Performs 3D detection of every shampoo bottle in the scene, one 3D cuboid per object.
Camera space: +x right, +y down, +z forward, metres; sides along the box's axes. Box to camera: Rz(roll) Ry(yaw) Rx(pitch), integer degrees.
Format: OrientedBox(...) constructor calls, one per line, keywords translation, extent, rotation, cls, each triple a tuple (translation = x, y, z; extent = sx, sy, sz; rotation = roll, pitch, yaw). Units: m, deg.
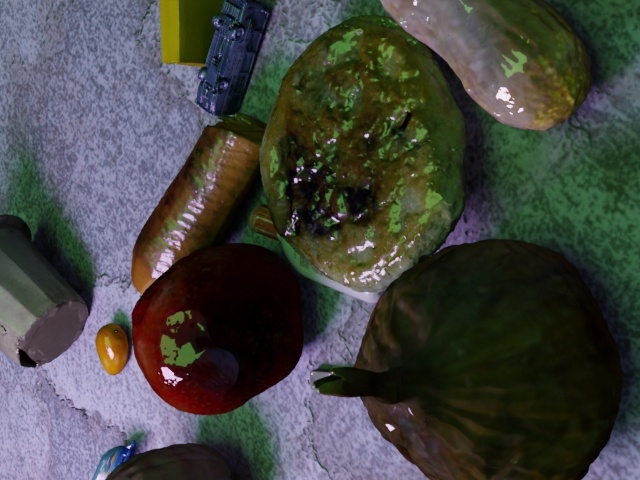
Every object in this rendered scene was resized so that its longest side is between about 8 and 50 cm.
OrientedBox(translation=(0.000, 0.000, 1.216), extent=(0.220, 0.051, 0.108), rotation=(20, 111, 37), cls="shampoo bottle")

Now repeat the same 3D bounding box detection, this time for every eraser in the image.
OrientedBox(translation=(-0.171, -0.300, 1.298), extent=(0.045, 0.097, 0.123), rotation=(6, 100, 39), cls="eraser")

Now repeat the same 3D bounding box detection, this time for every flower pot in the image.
OrientedBox(translation=(-0.508, 0.099, 1.563), extent=(0.202, 0.212, 0.212), rotation=(40, 119, 21), cls="flower pot")

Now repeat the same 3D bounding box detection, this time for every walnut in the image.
OrientedBox(translation=(-0.214, 0.388, 1.330), extent=(0.224, 0.224, 0.224), rotation=(5, 98, 39), cls="walnut")

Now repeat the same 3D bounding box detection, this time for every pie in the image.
OrientedBox(translation=(0.037, -0.094, 1.113), extent=(0.323, 0.070, 0.324), rotation=(-1, 89, 40), cls="pie")

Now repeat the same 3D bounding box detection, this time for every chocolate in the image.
OrientedBox(translation=(0.162, -0.238, 1.006), extent=(0.134, 0.134, 0.309), rotation=(-48, 65, 32), cls="chocolate")

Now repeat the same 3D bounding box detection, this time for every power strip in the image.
OrientedBox(translation=(0.019, 0.185, 1.243), extent=(0.083, 0.017, 0.027), rotation=(-2, 94, 40), cls="power strip")

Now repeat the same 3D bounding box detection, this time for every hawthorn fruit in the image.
OrientedBox(translation=(-0.151, 0.123, 1.254), extent=(0.210, 0.230, 0.266), rotation=(54, 145, -9), cls="hawthorn fruit")

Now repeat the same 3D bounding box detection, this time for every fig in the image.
OrientedBox(translation=(0.114, 0.135, 0.943), extent=(0.286, 0.368, 0.287), rotation=(-3, 85, 47), cls="fig")

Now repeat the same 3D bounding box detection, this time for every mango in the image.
OrientedBox(translation=(-0.333, 0.176, 1.520), extent=(0.060, 0.046, 0.089), rotation=(24, 122, 38), cls="mango")

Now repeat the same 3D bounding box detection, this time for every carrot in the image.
OrientedBox(translation=(-0.167, -0.046, 1.313), extent=(0.114, 0.114, 0.302), rotation=(47, 119, 26), cls="carrot")

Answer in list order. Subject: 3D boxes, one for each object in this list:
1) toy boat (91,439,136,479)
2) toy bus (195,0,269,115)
OrientedBox(translation=(-0.310, 0.395, 1.513), extent=(0.110, 0.091, 0.175), rotation=(20, 107, 1), cls="toy boat")
OrientedBox(translation=(-0.120, -0.250, 1.280), extent=(0.047, 0.065, 0.166), rotation=(37, 119, 31), cls="toy bus")
